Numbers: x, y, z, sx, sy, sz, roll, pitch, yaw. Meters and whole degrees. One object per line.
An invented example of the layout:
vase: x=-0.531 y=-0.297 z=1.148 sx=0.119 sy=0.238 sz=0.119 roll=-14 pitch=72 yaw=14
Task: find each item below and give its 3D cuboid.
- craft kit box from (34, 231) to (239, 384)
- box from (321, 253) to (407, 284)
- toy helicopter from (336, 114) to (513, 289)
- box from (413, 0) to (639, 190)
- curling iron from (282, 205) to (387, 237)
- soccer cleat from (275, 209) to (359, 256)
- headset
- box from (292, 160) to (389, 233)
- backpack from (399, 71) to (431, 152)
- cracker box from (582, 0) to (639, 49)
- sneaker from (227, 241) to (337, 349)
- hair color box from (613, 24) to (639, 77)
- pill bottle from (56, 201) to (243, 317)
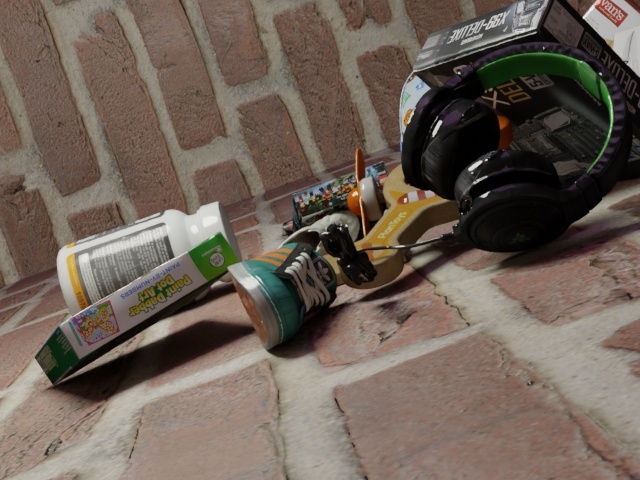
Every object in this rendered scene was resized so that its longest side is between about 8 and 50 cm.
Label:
craft kit box: x=-0.251 y=0.094 z=1.598 sx=0.246 sy=0.061 sz=0.250 roll=-35 pitch=0 yaw=-24
box: x=0.024 y=0.039 z=1.719 sx=0.201 sy=0.021 sz=0.164 roll=-18 pitch=10 yaw=4
toy helicopter: x=0.111 y=-0.042 z=1.599 sx=0.234 sy=0.140 sz=0.355 roll=3 pitch=31 yaw=31
box: x=0.315 y=-0.193 z=1.629 sx=0.242 sy=0.307 sz=0.077 roll=-9 pitch=50 yaw=53
curling iron: x=0.044 y=-0.055 z=2.306 sx=0.274 sy=0.035 sz=0.068 roll=-16 pitch=8 yaw=26
soccer cleat: x=0.000 y=0.000 z=1.866 sx=0.196 sy=0.068 sz=0.076 roll=-32 pitch=-15 yaw=-38
headset: x=0.178 y=-0.089 z=1.401 sx=0.394 sy=0.243 sz=0.185 roll=-40 pitch=-36 yaw=0
box: x=0.033 y=-0.055 z=2.018 sx=0.159 sy=0.044 sz=0.233 roll=-20 pitch=-12 yaw=-6
backpack: x=0.244 y=-0.186 z=1.924 sx=0.213 sy=0.277 sz=0.263 roll=24 pitch=-38 yaw=-26
cracker box: x=0.480 y=-0.293 z=2.033 sx=0.232 sy=0.156 sz=0.067 roll=-52 pitch=-21 yaw=25
sneaker: x=-0.040 y=0.053 z=1.458 sx=0.121 sy=0.108 sz=0.302 roll=-24 pitch=6 yaw=-3
hair color box: x=0.599 y=-0.258 z=1.750 sx=0.338 sy=0.110 sz=0.185 roll=-13 pitch=49 yaw=36
pill bottle: x=-0.275 y=0.042 z=1.950 sx=0.278 sy=0.162 sz=0.162 roll=-19 pitch=7 yaw=3
